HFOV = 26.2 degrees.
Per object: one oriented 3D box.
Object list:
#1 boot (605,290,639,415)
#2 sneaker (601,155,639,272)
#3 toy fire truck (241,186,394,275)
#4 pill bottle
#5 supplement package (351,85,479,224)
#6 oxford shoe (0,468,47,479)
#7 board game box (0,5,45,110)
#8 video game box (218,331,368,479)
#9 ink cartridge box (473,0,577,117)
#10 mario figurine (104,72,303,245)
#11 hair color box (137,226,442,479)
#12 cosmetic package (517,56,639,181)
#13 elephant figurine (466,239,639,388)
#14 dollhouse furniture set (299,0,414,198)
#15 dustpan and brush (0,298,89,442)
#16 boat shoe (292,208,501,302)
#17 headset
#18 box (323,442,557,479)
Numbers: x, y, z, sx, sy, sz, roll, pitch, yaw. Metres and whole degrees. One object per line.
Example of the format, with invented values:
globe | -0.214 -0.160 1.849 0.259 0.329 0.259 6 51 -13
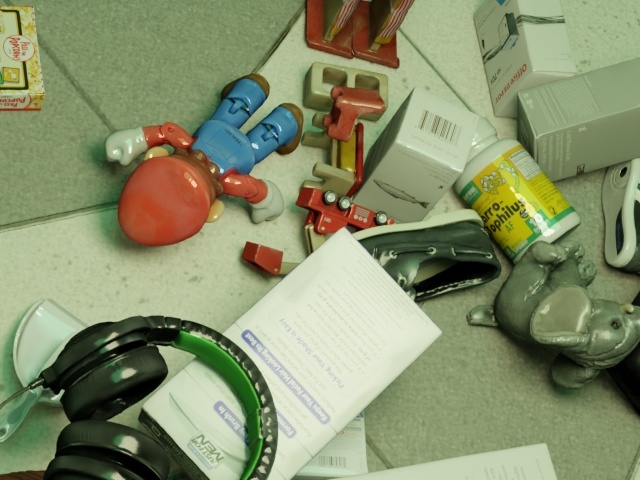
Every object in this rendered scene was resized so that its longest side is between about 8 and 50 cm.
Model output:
boot | 0.636 0.123 2.005 0.367 0.146 0.445 40 61 -10
sneaker | 0.496 -0.036 2.089 0.121 0.079 0.217 23 59 -20
toy fire truck | 0.000 0.000 1.886 0.192 0.047 0.135 21 85 -27
pill bottle | 0.270 -0.073 1.993 0.117 0.117 0.208 -31 78 -30
supplement package | 0.132 -0.112 1.926 0.105 0.179 0.105 24 58 -7
oxford shoe | -0.413 0.362 1.540 0.397 0.140 0.147 -16 98 -28
board game box | -0.478 -0.247 1.854 0.193 0.045 0.147 -2 65 -21
video game box | -0.045 0.217 1.772 0.205 0.048 0.187 6 66 -17
ink cartridge box | 0.313 -0.302 2.112 0.082 0.140 0.191 3 63 -20
mario figurine | -0.167 -0.092 1.867 0.198 0.170 0.320 16 41 28
hair color box | -0.037 0.166 1.681 0.339 0.110 0.185 -41 85 -20
cosmetic package | 0.417 -0.181 2.046 0.238 0.127 0.107 -15 53 0
elephant figurine | 0.350 0.115 1.859 0.169 0.186 0.239 10 30 -30
dollhouse furniture set | 0.075 -0.257 1.968 0.152 0.201 0.374 10 61 -15
dustpan and brush | -0.335 0.172 1.681 0.147 0.060 0.211 35 58 0
boat shoe | 0.105 0.054 1.864 0.340 0.127 0.113 -13 57 -35
headset | -0.247 0.209 1.521 0.394 0.185 0.243 7 60 -24
box | 0.124 0.394 1.671 0.345 0.168 0.215 -5 66 -23
